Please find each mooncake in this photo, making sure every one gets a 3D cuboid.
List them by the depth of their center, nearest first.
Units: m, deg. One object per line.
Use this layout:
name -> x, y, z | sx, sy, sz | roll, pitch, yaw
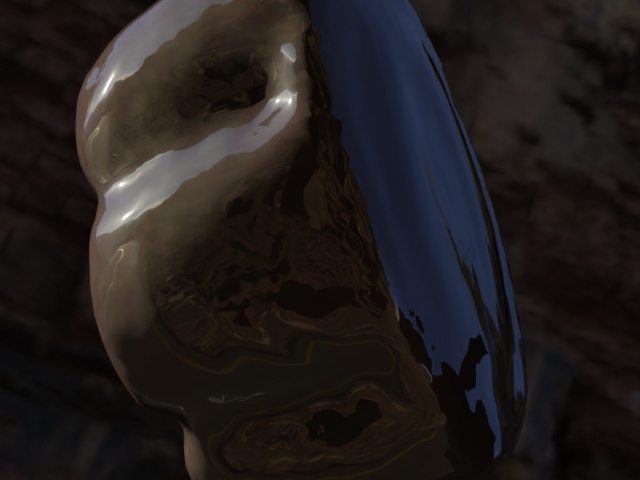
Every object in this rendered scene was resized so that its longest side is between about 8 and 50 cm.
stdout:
mooncake -> 0.000, 0.000, 0.760 | 0.133, 0.245, 0.245 | -21, -50, 21
